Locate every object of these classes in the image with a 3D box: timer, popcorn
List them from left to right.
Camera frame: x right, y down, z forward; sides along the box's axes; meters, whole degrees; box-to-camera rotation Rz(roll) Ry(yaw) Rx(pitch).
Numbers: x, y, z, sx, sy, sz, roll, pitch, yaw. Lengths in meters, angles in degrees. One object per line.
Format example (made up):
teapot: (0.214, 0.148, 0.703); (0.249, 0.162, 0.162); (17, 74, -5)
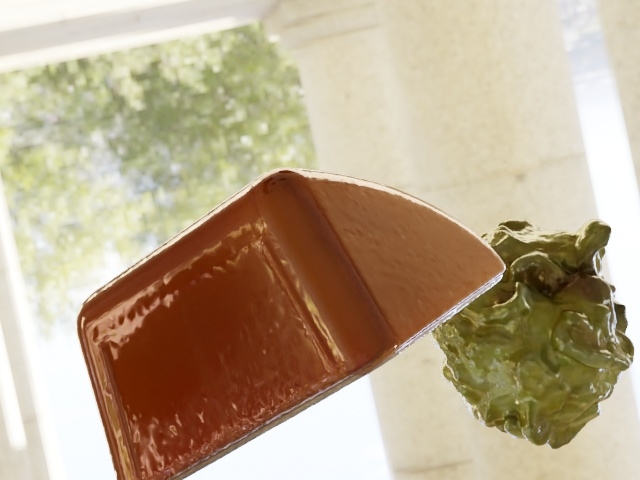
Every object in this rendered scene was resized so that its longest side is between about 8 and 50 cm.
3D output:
timer: (-0.016, 0.066, 1.067); (0.257, 0.161, 0.250); (-33, 162, 29)
popcorn: (0.220, 0.086, 1.431); (0.217, 0.181, 0.235); (-27, -136, 12)
